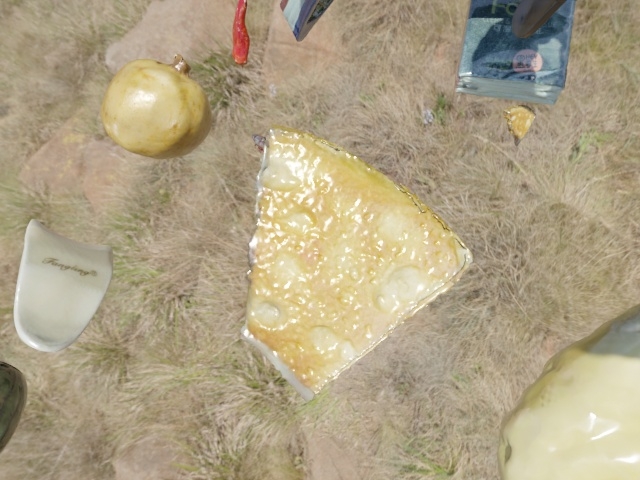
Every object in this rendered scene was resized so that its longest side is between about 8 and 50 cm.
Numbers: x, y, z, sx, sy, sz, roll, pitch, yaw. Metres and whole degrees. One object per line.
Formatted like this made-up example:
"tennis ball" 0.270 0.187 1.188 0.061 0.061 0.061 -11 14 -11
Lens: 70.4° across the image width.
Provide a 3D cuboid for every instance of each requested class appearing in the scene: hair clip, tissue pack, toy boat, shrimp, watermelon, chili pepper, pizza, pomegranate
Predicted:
"hair clip" -0.505 0.086 0.878 0.113 0.172 0.282 -29 47 40
"tissue pack" 0.442 -0.476 1.033 0.227 0.103 0.316 11 77 9
"toy boat" 0.019 -0.275 0.441 0.080 0.046 0.228 -52 16 -28
"shrimp" -0.112 -0.194 0.934 0.092 0.029 0.038 28 101 39
"watermelon" -0.329 0.168 0.432 0.078 0.078 0.111 -25 42 19
"chili pepper" -0.168 -0.441 0.955 0.045 0.027 0.178 52 147 26
"pizza" -0.001 0.009 0.395 0.204 0.080 0.188 45 91 -6
"pizza" 0.381 -0.225 0.886 0.025 0.083 0.078 31 119 55
"pomegranate" -0.457 -0.358 1.269 0.307 0.307 0.308 -4 80 24

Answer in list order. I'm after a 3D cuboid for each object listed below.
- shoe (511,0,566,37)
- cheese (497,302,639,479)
"shoe" 0.313 -0.358 0.623 0.049 0.179 0.071 -1 68 -17
"cheese" 0.229 0.144 0.255 0.226 0.117 0.214 -38 56 5
